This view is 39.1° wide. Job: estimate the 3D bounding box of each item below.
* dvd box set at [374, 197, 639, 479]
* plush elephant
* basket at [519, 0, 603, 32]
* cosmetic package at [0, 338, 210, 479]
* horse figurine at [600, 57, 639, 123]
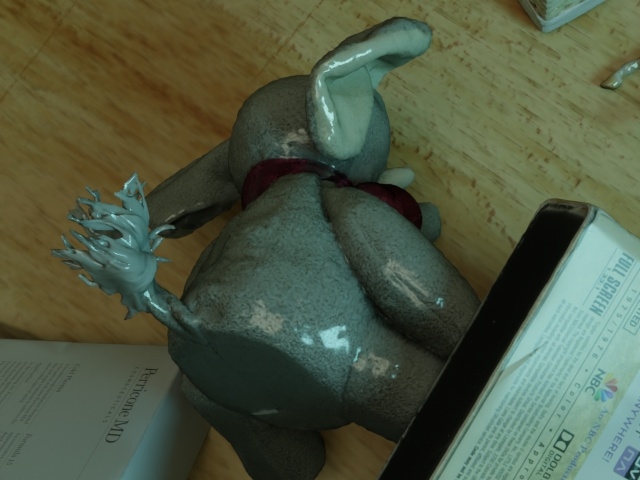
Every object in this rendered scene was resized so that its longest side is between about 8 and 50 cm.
[{"bbox_3d":[0.229,0.209,0.533,0.420,0.062,0.307,30,92,-14],"label":"dvd box set"},{"bbox_3d":[0.000,0.000,0.634,0.272,0.330,0.255,-18,38,45],"label":"plush elephant"},{"bbox_3d":[0.210,-0.256,0.673,0.167,0.103,0.113,-31,76,9],"label":"basket"},{"bbox_3d":[-0.270,0.215,0.612,0.284,0.377,0.097,-1,121,15],"label":"cosmetic package"},{"bbox_3d":[0.335,-0.102,0.645,0.174,0.066,0.263,-40,74,13],"label":"horse figurine"}]
